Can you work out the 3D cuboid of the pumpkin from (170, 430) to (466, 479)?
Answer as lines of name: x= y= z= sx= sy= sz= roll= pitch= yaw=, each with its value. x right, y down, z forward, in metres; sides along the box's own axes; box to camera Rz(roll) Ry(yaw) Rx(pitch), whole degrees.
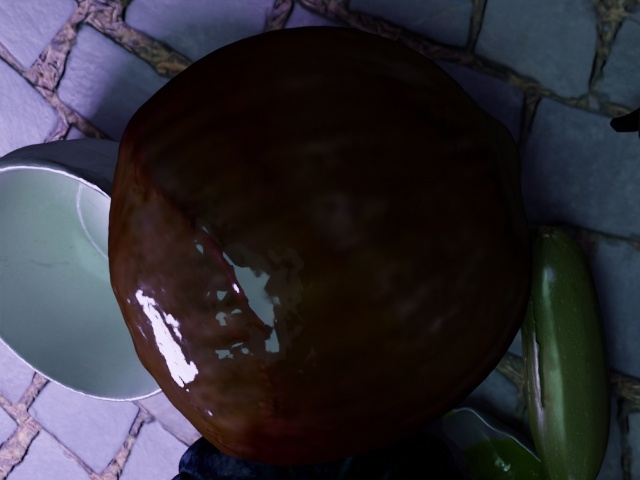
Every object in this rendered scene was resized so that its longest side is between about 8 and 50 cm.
pumpkin: x=-0.007 y=0.336 z=1.953 sx=0.363 sy=0.363 sz=0.266 roll=39 pitch=172 yaw=3

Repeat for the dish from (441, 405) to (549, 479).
dish: x=0.193 y=0.221 z=1.967 sx=0.137 sy=0.039 sz=0.091 roll=44 pitch=135 yaw=0

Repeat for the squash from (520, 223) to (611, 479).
squash: x=0.247 y=0.138 z=1.845 sx=0.094 sy=0.094 sz=0.341 roll=1 pitch=113 yaw=29

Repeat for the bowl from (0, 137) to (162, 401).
bowl: x=-0.237 y=0.014 z=2.005 sx=0.307 sy=0.163 sz=0.307 roll=14 pitch=125 yaw=21

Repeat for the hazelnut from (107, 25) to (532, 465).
hazelnut: x=0.000 y=0.000 z=1.745 sx=0.421 sy=0.421 sz=0.353 roll=36 pitch=168 yaw=6

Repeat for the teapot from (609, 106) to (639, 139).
teapot: x=0.348 y=-0.090 z=1.655 sx=0.177 sy=0.087 sz=0.096 roll=22 pitch=132 yaw=16
